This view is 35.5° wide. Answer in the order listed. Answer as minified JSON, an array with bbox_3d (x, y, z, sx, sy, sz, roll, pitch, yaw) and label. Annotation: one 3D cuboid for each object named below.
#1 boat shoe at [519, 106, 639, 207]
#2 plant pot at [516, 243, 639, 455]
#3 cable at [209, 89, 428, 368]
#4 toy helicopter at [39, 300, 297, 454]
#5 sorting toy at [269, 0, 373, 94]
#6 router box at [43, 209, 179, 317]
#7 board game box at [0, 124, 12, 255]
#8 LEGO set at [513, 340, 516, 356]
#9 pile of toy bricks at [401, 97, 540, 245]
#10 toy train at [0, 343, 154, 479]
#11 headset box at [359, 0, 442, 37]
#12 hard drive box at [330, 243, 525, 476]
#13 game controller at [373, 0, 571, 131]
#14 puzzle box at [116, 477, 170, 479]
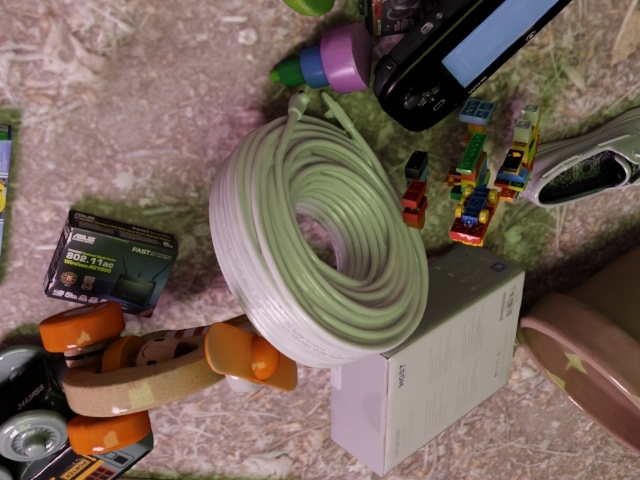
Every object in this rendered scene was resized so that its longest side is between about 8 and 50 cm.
[{"bbox_3d":[0.335,-0.087,1.149,0.227,0.081,0.079,-18,125,-5],"label":"boat shoe"},{"bbox_3d":[0.408,0.110,1.228,0.229,0.263,0.263,-46,125,-9],"label":"plant pot"},{"bbox_3d":[0.000,0.000,0.997,0.089,0.257,0.257,-29,105,38],"label":"cable"},{"bbox_3d":[-0.094,0.105,1.041,0.355,0.235,0.140,-18,97,-43],"label":"toy helicopter"},{"bbox_3d":[-0.073,-0.274,0.910,0.126,0.127,0.365,-10,133,25],"label":"sorting toy"},{"bbox_3d":[-0.225,0.027,1.076,0.122,0.038,0.092,14,116,-25],"label":"router box"},{"bbox_3d":[-0.385,-0.024,0.994,0.136,0.035,0.201,5,120,-20],"label":"board game box"},{"bbox_3d":[0.230,0.161,1.313,0.054,0.023,0.083,14,117,-25],"label":"LEGO set"},{"bbox_3d":[0.161,-0.054,1.067,0.118,0.212,0.105,13,137,21],"label":"pile of toy bricks"},{"bbox_3d":[-0.349,0.257,1.134,0.334,0.142,0.190,-40,134,11],"label":"toy train"},{"bbox_3d":[0.079,-0.241,1.000,0.083,0.032,0.062,-12,125,-9],"label":"headset box"},{"bbox_3d":[0.124,0.133,1.162,0.232,0.089,0.181,-27,133,-35],"label":"hard drive box"},{"bbox_3d":[0.188,-0.232,0.988,0.319,0.067,0.166,-42,152,12],"label":"game controller"},{"bbox_3d":[-0.233,0.492,1.368,0.272,0.052,0.409,8,119,-21],"label":"puzzle box"}]
